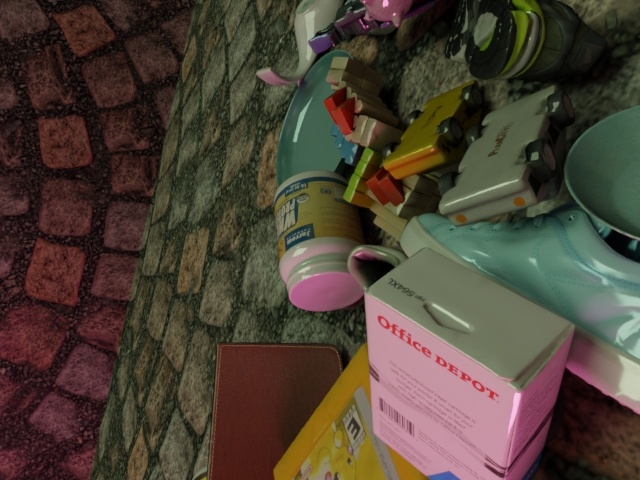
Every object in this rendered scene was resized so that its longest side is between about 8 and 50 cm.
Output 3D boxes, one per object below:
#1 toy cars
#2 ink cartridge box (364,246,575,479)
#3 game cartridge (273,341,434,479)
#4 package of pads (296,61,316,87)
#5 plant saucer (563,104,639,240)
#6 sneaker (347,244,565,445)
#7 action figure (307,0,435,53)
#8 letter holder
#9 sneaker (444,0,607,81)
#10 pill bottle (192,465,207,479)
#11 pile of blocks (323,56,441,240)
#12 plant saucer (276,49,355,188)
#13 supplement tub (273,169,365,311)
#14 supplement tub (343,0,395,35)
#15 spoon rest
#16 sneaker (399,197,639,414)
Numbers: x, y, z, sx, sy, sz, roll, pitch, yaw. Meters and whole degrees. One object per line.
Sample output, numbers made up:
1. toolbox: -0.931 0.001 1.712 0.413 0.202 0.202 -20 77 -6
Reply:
1. toy cars: 0.175 -0.096 0.622 0.176 0.087 0.394 -35 19 4
2. ink cartridge box: 0.121 0.129 0.486 0.148 0.085 0.203 31 140 38
3. game cartridge: 0.047 0.325 0.618 0.285 0.052 0.324 -60 29 26
4. package of pads: -0.030 -0.372 1.242 0.050 0.031 0.083 -48 39 45
5. plant saucer: 0.296 -0.047 0.430 0.194 0.038 0.195 -13 39 11
6. sneaker: 0.126 0.108 0.638 0.123 0.146 0.330 -65 32 17
7. action figure: 0.089 -0.442 0.845 0.341 0.178 0.331 -18 50 32
8. letter holder: -0.062 0.329 0.895 0.152 0.214 0.302 90 180 -69
9. sneaker: 0.229 -0.246 0.658 0.300 0.121 0.111 -87 10 -57
10. pill bottle: -0.169 0.525 1.000 0.117 0.117 0.215 -55 35 33
11. pile of blocks: 0.056 -0.151 0.856 0.149 0.112 0.362 -47 47 33
12. plant saucer: 0.001 -0.221 1.109 0.317 0.043 0.318 -32 52 52
13. supplement tub: 0.000 0.000 0.905 0.144 0.144 0.200 -47 40 42
14. supplement tub: 0.090 -0.411 1.005 0.107 0.070 0.071 39 111 60
15. spoon rest: -0.034 -0.444 1.207 0.137 0.084 0.277 11 65 50
16. sneaker: 0.227 0.022 0.531 0.366 0.135 0.150 37 101 51
